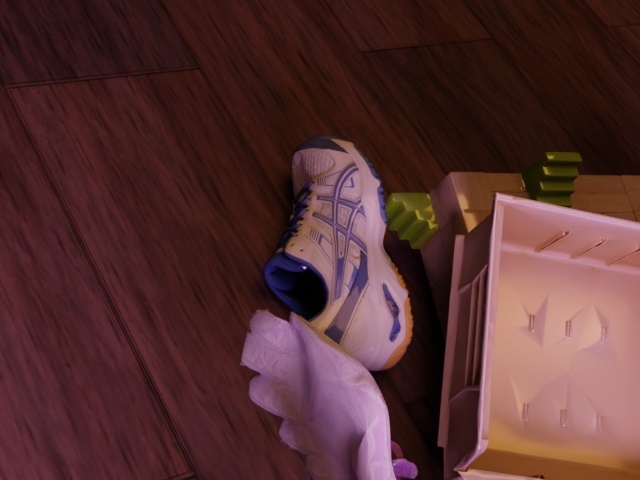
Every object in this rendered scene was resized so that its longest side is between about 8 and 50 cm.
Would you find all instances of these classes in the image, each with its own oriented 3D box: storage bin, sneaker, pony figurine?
[{"bbox_3d":[0.260,0.117,1.100,0.262,0.123,0.261,11,72,-12],"label":"storage bin"},{"bbox_3d":[0.000,0.000,1.206,0.130,0.112,0.297,2,50,-25],"label":"sneaker"},{"bbox_3d":[0.042,0.251,0.880,0.363,0.303,0.351,26,-3,-42],"label":"pony figurine"}]

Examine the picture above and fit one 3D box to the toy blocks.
[{"bbox_3d":[0.274,0.062,1.270,0.381,0.191,0.261,-1,64,-27],"label":"toy blocks"}]
